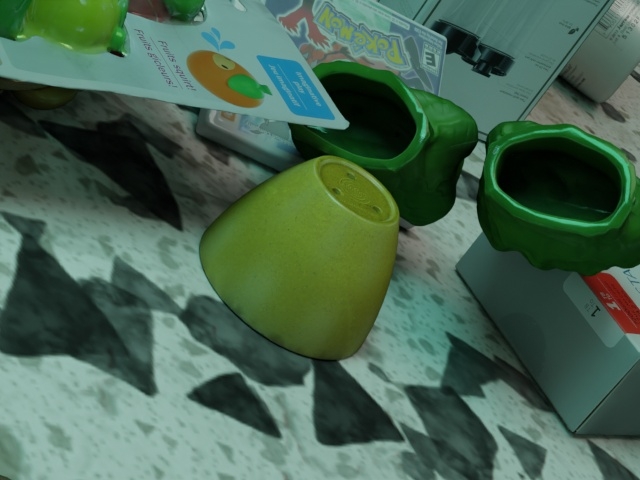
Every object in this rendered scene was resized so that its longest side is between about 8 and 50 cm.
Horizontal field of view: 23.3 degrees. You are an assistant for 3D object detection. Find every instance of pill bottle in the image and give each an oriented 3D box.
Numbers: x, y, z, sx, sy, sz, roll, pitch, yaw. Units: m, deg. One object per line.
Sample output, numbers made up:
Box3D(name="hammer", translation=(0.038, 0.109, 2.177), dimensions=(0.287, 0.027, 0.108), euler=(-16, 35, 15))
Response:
Box3D(name="pill bottle", translation=(0.263, -0.271, 1.741), dimensions=(0.229, 0.131, 0.131), euler=(37, 27, 1))

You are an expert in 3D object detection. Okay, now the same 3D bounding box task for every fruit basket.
Box3D(name="fruit basket", translation=(-0.178, -0.203, 1.014), dimensions=(0.353, 0.165, 0.327), euler=(0, 42, -37))

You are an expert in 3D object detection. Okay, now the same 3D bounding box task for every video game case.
Box3D(name="video game case", translation=(0.007, -0.126, 1.244), dimensions=(0.201, 0.023, 0.183), euler=(24, 60, -25))

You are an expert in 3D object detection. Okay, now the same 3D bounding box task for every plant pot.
Box3D(name="plant pot", translation=(0.000, 0.000, 1.051), dimensions=(0.134, 0.095, 0.134), euler=(29, 29, -17))

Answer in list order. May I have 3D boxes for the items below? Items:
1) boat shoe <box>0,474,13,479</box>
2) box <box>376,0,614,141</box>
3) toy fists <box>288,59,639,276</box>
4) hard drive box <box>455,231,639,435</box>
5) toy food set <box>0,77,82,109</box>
Box3D(name="boat shoe", translation=(-0.168, 0.147, 0.658), dimensions=(0.257, 0.095, 0.095), euler=(31, 51, -13))
Box3D(name="box", translation=(0.172, -0.239, 1.415), dimensions=(0.169, 0.290, 0.087), euler=(18, 32, -29))
Box3D(name="toy fists", translation=(0.108, -0.051, 1.124), dimensions=(0.279, 0.096, 0.142), euler=(18, -15, 15))
Box3D(name="hard drive box", translation=(0.250, 0.064, 1.252), dimensions=(0.232, 0.089, 0.181), euler=(7, 39, -44))
Box3D(name="toy food set", translation=(-0.227, -0.133, 1.066), dimensions=(0.132, 0.038, 0.192), euler=(43, 38, 22))
